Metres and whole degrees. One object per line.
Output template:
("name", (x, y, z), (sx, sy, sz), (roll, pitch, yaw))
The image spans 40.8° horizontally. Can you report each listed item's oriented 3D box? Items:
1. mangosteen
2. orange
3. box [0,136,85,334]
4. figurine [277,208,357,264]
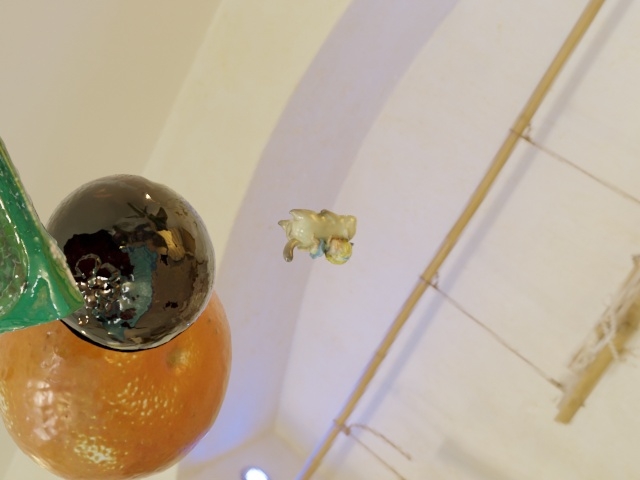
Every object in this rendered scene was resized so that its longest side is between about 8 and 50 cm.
("mangosteen", (-0.237, 0.023, 1.111), (0.228, 0.228, 0.265), (-60, -2, 18))
("orange", (-0.357, 0.205, 1.474), (0.424, 0.326, 0.424), (3, -94, -51))
("box", (-0.407, -0.016, 0.829), (0.337, 0.264, 0.106), (-18, 13, 17))
("figurine", (0.000, 0.000, 0.840), (0.083, 0.050, 0.047), (3, -18, -23))
